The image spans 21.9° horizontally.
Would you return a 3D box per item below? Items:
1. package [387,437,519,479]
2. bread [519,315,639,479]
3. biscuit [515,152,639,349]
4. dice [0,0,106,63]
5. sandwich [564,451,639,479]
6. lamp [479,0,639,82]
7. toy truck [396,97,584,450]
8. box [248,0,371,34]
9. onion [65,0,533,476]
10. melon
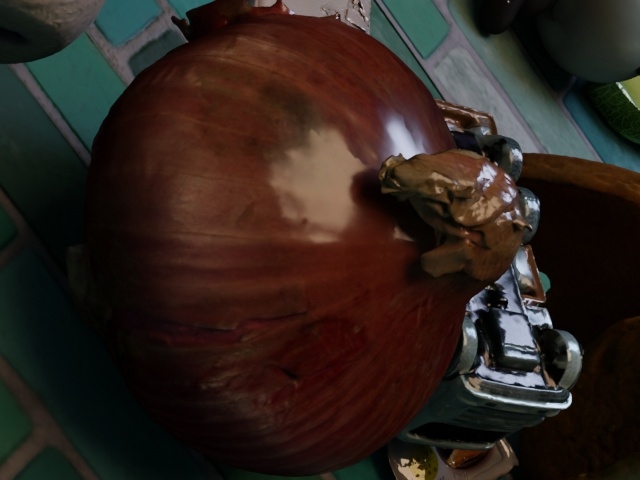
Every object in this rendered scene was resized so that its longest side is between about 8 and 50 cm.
[{"bbox_3d":[0.092,0.152,1.465,0.171,0.027,0.173,-21,82,-51],"label":"package"},{"bbox_3d":[0.310,0.196,1.504,0.142,0.253,0.227,4,50,-42],"label":"bread"},{"bbox_3d":[0.253,0.024,1.601,0.052,0.262,0.277,-55,135,-34],"label":"biscuit"},{"bbox_3d":[-0.246,-0.241,1.144,0.193,0.194,0.192,21,74,-35],"label":"dice"},{"bbox_3d":[0.243,0.343,1.327,0.131,0.262,0.325,26,50,-39],"label":"sandwich"},{"bbox_3d":[0.298,-0.281,1.874,0.243,0.198,0.198,14,54,-17],"label":"lamp"},{"bbox_3d":[0.100,0.033,1.423,0.136,0.162,0.305,11,52,-33],"label":"toy truck"},{"bbox_3d":[-0.007,-0.273,1.608,0.142,0.044,0.285,29,48,-32],"label":"box"},{"bbox_3d":[-0.030,-0.010,1.211,0.353,0.353,0.354,28,48,-36],"label":"onion"},{"bbox_3d":[0.400,-0.161,2.001,0.209,0.064,0.118,24,52,-36],"label":"melon"}]
